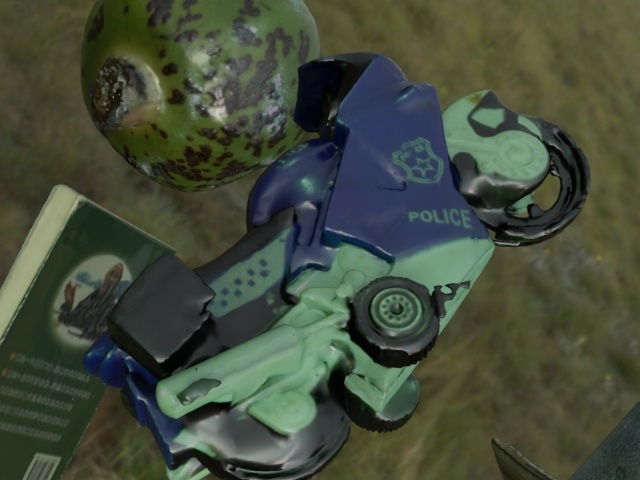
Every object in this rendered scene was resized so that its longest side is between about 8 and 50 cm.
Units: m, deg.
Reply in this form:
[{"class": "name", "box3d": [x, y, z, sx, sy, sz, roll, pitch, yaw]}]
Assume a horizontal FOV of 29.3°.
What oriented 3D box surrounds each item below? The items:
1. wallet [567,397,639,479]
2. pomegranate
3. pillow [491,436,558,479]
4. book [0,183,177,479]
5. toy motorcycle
[{"class": "wallet", "box3d": [0.198, 0.215, 0.783, 0.036, 0.167, 0.222, 29, 21, -19]}, {"class": "pomegranate", "box3d": [-0.127, -0.169, 1.212, 0.254, 0.254, 0.270, 51, 35, 10]}, {"class": "pillow", "box3d": [0.312, 0.376, 1.624, 0.212, 0.052, 0.208, 62, -9, -19]}, {"class": "book", "box3d": [-0.314, 0.138, 1.424, 0.043, 0.370, 0.260, 24, -7, 23]}, {"class": "toy motorcycle", "box3d": [0.008, 0.002, 0.736, 0.196, 0.331, 0.125, 39, -26, 20]}]
